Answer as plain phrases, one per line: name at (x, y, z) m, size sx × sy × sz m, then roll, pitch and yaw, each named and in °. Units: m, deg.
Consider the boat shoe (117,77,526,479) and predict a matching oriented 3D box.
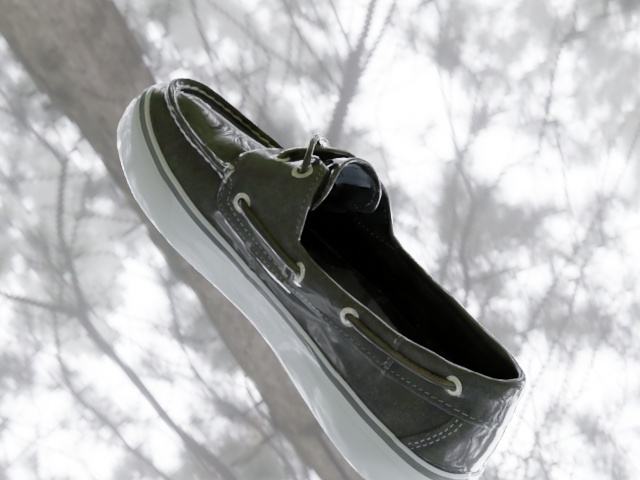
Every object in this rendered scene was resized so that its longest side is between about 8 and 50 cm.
boat shoe at (0.000, 0.000, 0.629) m, size 0.076 × 0.080 × 0.228 m, roll -56°, pitch -127°, yaw 28°
